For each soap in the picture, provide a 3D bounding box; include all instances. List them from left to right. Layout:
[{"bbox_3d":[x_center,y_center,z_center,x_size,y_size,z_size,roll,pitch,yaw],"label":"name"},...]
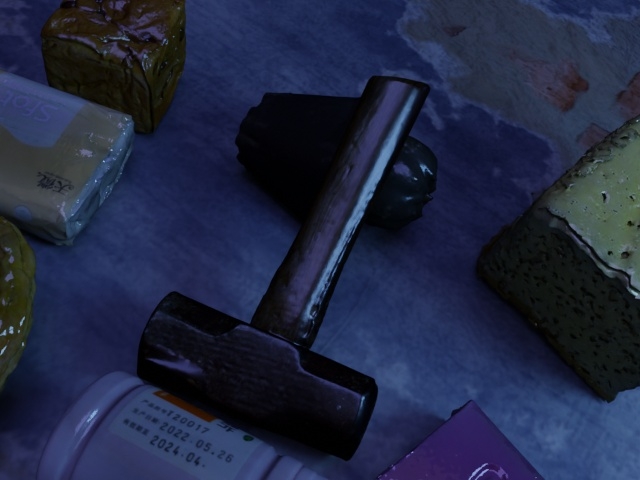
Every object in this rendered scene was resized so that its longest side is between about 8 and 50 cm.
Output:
[{"bbox_3d":[0.163,0.304,0.623,0.181,0.081,0.259,-29,66,-28],"label":"soap"}]

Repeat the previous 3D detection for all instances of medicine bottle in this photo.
[{"bbox_3d":[-0.105,0.222,0.572,0.250,0.133,0.133,23,54,14],"label":"medicine bottle"}]

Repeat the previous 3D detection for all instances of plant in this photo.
[{"bbox_3d":[0.021,-0.097,0.835,0.256,0.141,0.164,24,53,18],"label":"plant"}]

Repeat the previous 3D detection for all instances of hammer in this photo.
[{"bbox_3d":[0.000,0.000,0.686,0.243,0.095,0.408,24,84,7],"label":"hammer"}]

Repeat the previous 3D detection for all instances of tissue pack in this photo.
[{"bbox_3d":[-0.354,-0.106,0.784,0.222,0.090,0.186,20,56,2],"label":"tissue pack"}]

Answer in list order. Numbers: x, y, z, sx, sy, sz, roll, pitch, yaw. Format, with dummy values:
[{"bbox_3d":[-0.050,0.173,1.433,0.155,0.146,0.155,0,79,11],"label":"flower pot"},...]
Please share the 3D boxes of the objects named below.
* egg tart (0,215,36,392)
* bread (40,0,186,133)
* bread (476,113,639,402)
[{"bbox_3d":[-0.405,0.085,0.625,0.294,0.123,0.294,4,55,-5],"label":"egg tart"},{"bbox_3d":[-0.262,-0.241,0.860,0.143,0.158,0.149,19,53,-5],"label":"bread"},{"bbox_3d":[0.382,0.003,0.781,0.315,0.248,0.279,-28,71,-13],"label":"bread"}]
